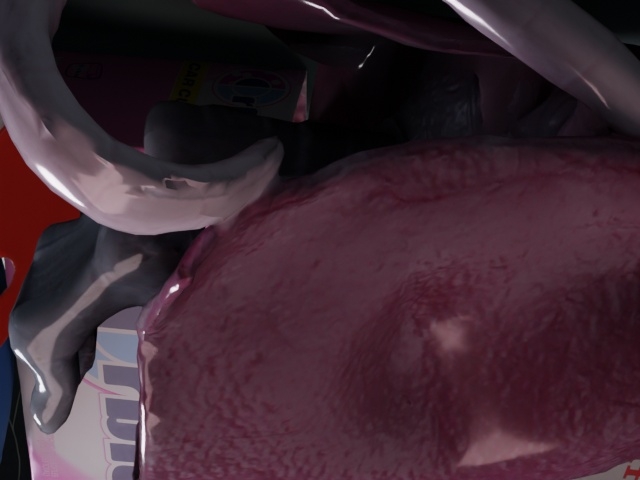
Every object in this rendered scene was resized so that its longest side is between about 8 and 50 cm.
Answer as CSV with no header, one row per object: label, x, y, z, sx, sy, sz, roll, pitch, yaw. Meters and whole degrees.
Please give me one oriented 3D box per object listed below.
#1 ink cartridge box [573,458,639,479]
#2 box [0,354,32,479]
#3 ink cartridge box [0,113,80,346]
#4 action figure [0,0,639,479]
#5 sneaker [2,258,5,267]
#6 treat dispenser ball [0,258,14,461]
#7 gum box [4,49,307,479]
ink cartridge box,0.044,0.103,0.905,0.232,0.171,0.168,11,-160,-22
box,-0.358,0.253,1.448,0.297,0.472,0.480,2,168,36
ink cartridge box,-0.134,-0.002,0.504,0.045,0.145,0.179,25,160,39
action figure,0.124,-0.004,0.461,0.370,0.248,0.276,9,144,7
sneaker,-0.214,0.009,0.927,0.110,0.118,0.292,16,167,-31
treat dispenser ball,-0.263,0.048,0.649,0.288,0.288,0.288,8,171,1
gum box,-0.062,0.023,0.667,0.107,0.062,0.188,5,127,5
